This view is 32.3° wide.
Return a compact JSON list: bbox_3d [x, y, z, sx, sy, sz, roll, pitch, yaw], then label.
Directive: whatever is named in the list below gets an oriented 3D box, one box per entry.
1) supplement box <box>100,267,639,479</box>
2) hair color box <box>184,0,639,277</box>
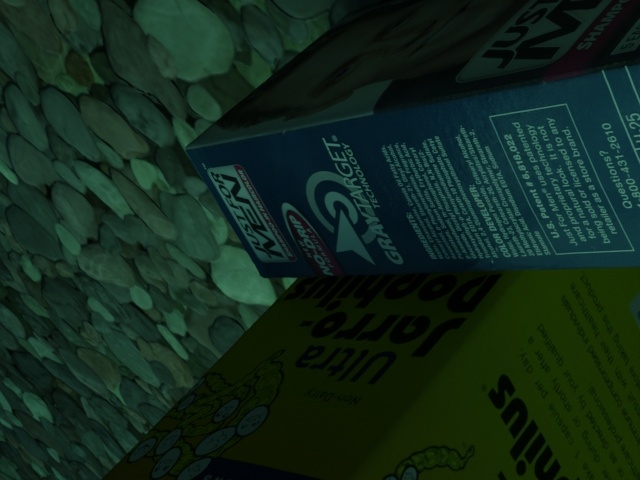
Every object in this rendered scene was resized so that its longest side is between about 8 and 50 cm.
[{"bbox_3d":[0.073,0.110,0.665,0.194,0.356,0.195,-5,124,50],"label":"supplement box"},{"bbox_3d":[0.097,-0.073,0.600,0.347,0.174,0.105,-5,123,50],"label":"hair color box"}]
